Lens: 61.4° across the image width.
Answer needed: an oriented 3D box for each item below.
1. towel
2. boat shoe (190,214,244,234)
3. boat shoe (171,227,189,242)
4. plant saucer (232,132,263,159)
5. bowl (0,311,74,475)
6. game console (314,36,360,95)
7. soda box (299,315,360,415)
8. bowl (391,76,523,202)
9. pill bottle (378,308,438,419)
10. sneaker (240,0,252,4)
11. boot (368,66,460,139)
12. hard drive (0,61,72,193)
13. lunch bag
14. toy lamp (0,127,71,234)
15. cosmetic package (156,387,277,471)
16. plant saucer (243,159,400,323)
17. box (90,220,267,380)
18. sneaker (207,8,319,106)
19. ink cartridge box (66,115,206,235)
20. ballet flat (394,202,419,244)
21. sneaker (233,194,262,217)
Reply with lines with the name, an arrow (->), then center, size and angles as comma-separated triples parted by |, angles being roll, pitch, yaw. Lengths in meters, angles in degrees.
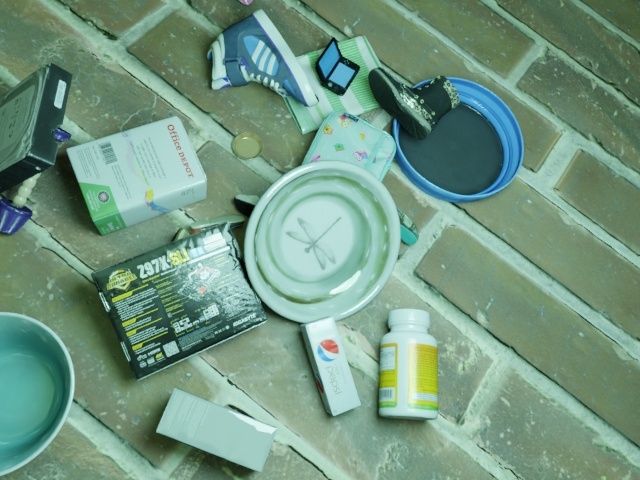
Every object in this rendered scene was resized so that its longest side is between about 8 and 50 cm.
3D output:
towel -> 0.040, -0.465, 1.578 | 0.325, 0.038, 0.248 | -22, 77, -17
boat shoe -> -0.259, -0.033, 1.362 | 0.137, 0.049, 0.043 | -12, 115, -17
boat shoe -> -0.347, 0.066, 1.303 | 0.072, 0.068, 0.190 | 22, 79, -16
plant saucer -> -0.198, -0.254, 1.467 | 0.083, 0.015, 0.083 | 4, 69, -9
bowl -> -0.647, 0.314, 1.097 | 0.311, 0.163, 0.311 | 3, 71, -9
game console -> 0.050, -0.494, 1.533 | 0.107, 0.071, 0.122 | 30, 70, 1
soda box -> 0.021, 0.290, 1.263 | 0.074, 0.069, 0.216 | -16, 86, -16
bowl -> 0.389, -0.288, 1.558 | 0.391, 0.077, 0.391 | 4, 69, -9
pill bottle -> 0.209, 0.294, 1.280 | 0.136, 0.136, 0.245 | 7, 69, -8
sneaker -> -0.249, -0.793, 1.629 | 0.063, 0.075, 0.170 | -28, 99, 7
boot -> 0.261, -0.412, 1.494 | 0.178, 0.085, 0.236 | -41, 88, -23
hard drive -> -0.699, -0.235, 1.221 | 0.064, 0.339, 0.237 | 26, 58, -48
lunch bag -> 0.074, -0.205, 1.451 | 0.224, 0.108, 0.279 | 26, 68, -1
toy lamp -> -0.678, -0.143, 1.260 | 0.080, 0.080, 0.274 | 30, 91, 1
cosmetic package -> -0.221, 0.409, 1.164 | 0.238, 0.127, 0.107 | 20, 69, -5
plant saucer -> 0.000, 0.000, 1.314 | 0.400, 0.100, 0.400 | -6, 106, -21
box -> -0.315, 0.132, 1.233 | 0.322, 0.079, 0.257 | -24, 92, -19
sneaker -> -0.175, -0.449, 1.482 | 0.236, 0.130, 0.323 | -33, 82, 9
ink cartridge box -> -0.445, -0.162, 1.332 | 0.278, 0.117, 0.201 | -22, 75, -17
ballet flat -> 0.192, -0.062, 1.417 | 0.188, 0.070, 0.070 | 44, 64, -31
sneaker -> -0.143, -0.095, 1.406 | 0.161, 0.057, 0.075 | 17, 51, -3
